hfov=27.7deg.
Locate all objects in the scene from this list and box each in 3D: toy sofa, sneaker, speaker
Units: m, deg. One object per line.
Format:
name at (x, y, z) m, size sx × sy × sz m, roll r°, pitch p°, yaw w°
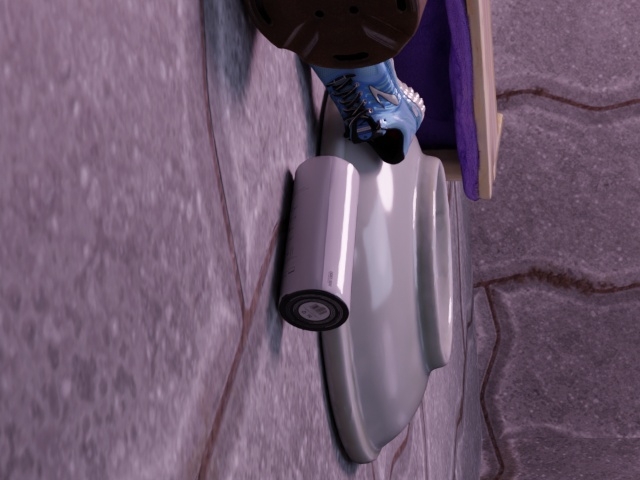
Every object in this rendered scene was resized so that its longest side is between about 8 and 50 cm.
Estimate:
toy sofa at (0.113, -0.221, 1.425) m, size 0.177 × 0.150 × 0.363 m, roll -73°, pitch 159°, yaw -48°
sneaker at (0.041, -0.124, 1.138) m, size 0.162 × 0.063 × 0.073 m, roll 40°, pitch 50°, yaw -42°
speaker at (0.000, 0.000, 1.008) m, size 0.055 × 0.055 × 0.136 m, roll 76°, pitch 15°, yaw -49°

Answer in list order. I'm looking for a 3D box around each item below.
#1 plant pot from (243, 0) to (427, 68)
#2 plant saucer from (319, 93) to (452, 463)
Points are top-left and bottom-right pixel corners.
plant pot at (0.022, -0.221, 0.922) m, size 0.167 × 0.166 × 0.165 m, roll 76°, pitch 24°, yaw -51°
plant saucer at (0.077, 0.024, 1.316) m, size 0.400 × 0.100 × 0.401 m, roll -2°, pitch 90°, yaw -80°
